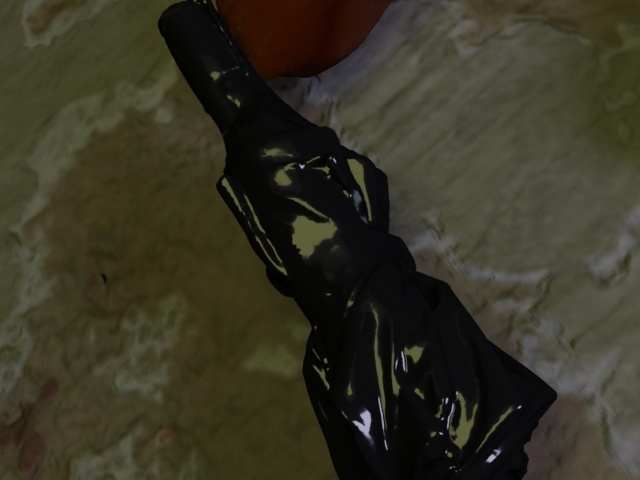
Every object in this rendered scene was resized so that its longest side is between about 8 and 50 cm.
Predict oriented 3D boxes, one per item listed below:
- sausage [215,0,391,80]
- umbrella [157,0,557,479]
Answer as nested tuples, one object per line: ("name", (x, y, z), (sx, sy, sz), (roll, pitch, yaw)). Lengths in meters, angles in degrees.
("sausage", (0.059, -0.242, 0.829), (0.097, 0.094, 0.348), (39, 97, 12))
("umbrella", (0.000, 0.000, 0.751), (0.118, 0.118, 0.340), (-37, 67, 11))
